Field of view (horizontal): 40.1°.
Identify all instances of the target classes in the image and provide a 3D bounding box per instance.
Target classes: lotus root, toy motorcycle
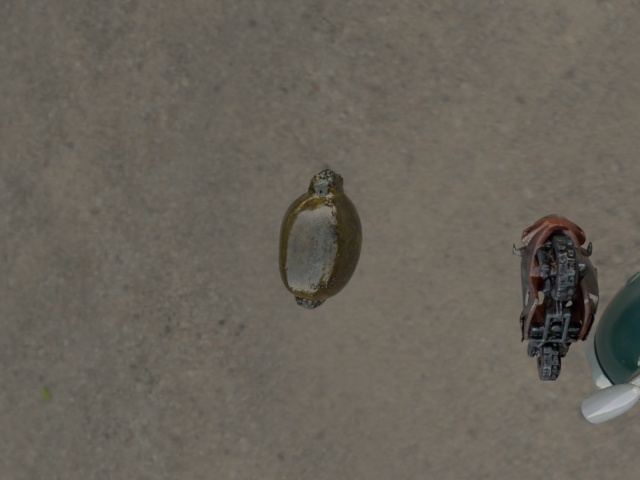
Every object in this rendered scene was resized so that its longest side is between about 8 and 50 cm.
[{"bbox_3d":[0.000,0.000,1.247,0.120,0.120,0.209,22,114,34],"label":"lotus root"},{"bbox_3d":[0.250,0.056,0.940,0.084,0.212,0.118,-1,48,5],"label":"toy motorcycle"}]

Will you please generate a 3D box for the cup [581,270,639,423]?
[{"bbox_3d":[0.400,0.114,1.019,0.167,0.300,0.173,52,150,8],"label":"cup"}]
